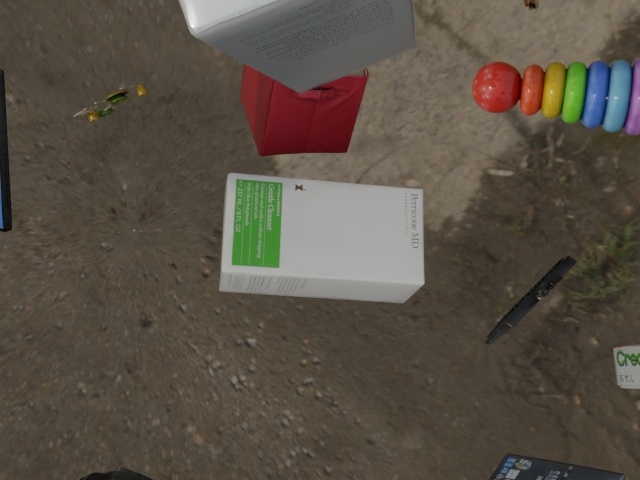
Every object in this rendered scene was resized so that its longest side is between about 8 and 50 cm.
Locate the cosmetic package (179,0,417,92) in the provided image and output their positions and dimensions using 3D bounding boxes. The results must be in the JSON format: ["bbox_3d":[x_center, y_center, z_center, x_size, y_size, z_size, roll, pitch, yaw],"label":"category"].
[{"bbox_3d":[-0.023,-0.283,0.759,0.162,0.453,0.230,-19,93,8],"label":"cosmetic package"}]

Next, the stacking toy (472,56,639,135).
[{"bbox_3d":[0.429,-0.255,1.444,0.330,0.141,0.141,7,89,14],"label":"stacking toy"}]

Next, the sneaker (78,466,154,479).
[{"bbox_3d":[-0.075,0.160,0.399,0.152,0.085,0.058,19,118,25],"label":"sneaker"}]

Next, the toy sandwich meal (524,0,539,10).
[{"bbox_3d":[0.429,-0.510,1.719,0.029,0.085,0.085,-11,93,14],"label":"toy sandwich meal"}]

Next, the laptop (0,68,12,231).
[{"bbox_3d":[-0.537,-0.106,1.021,0.264,0.137,0.234,-18,129,-38],"label":"laptop"}]

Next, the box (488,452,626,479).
[{"bbox_3d":[0.304,0.394,1.161,0.233,0.183,0.059,-34,119,-48],"label":"box"}]

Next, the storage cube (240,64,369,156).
[{"bbox_3d":[-0.037,-0.294,1.589,0.184,0.193,0.215,-5,49,-19],"label":"storage cube"}]

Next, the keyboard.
[{"bbox_3d":[0.318,0.082,1.249,0.023,0.108,0.180,46,57,9],"label":"keyboard"}]

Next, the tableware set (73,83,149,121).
[{"bbox_3d":[-0.398,-0.265,1.628,0.154,0.104,0.024,-21,95,32],"label":"tableware set"}]

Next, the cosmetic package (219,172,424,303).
[{"bbox_3d":[0.000,0.000,1.559,0.366,0.155,0.196,3,72,-8],"label":"cosmetic package"}]

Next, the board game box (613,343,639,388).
[{"bbox_3d":[0.463,0.121,0.843,0.193,0.305,0.053,-2,81,-11],"label":"board game box"}]
